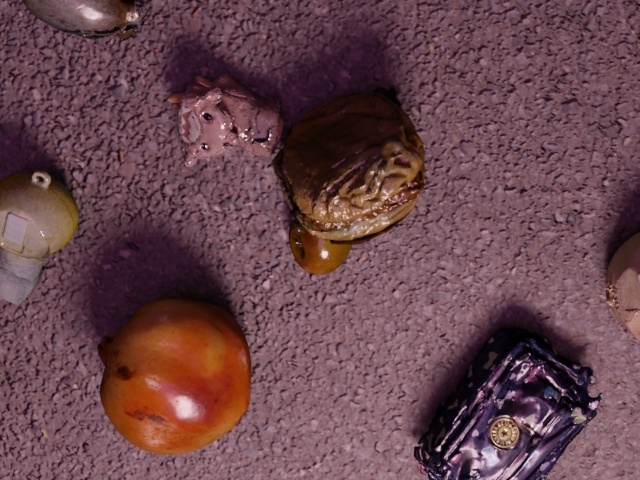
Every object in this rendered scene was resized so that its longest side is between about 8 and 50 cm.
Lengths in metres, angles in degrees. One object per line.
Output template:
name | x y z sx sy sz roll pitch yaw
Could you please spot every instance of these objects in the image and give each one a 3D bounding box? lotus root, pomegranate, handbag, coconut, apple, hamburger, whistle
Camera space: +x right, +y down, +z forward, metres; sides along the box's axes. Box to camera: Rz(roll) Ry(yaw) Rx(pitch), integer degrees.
lotus root | -0.301 -0.297 1.165 0.165 0.088 0.088 22 105 -12
pomegranate | -0.182 0.170 1.218 0.209 0.209 0.209 1 104 4
handbag | 0.250 0.249 1.249 0.162 0.113 0.260 36 96 -12
coconut | 0.441 0.063 1.151 0.171 0.183 0.171 1 100 4
apple | 0.000 0.000 1.213 0.074 0.089 0.089 1 107 -29
hamburger | 0.039 -0.087 1.146 0.183 0.206 0.130 -25 133 7
whistle | -0.388 -0.008 1.243 0.123 0.123 0.223 24 126 -2

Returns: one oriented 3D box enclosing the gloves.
gloves | -0.119 -0.152 1.185 0.144 0.094 0.110 -7 115 -3
